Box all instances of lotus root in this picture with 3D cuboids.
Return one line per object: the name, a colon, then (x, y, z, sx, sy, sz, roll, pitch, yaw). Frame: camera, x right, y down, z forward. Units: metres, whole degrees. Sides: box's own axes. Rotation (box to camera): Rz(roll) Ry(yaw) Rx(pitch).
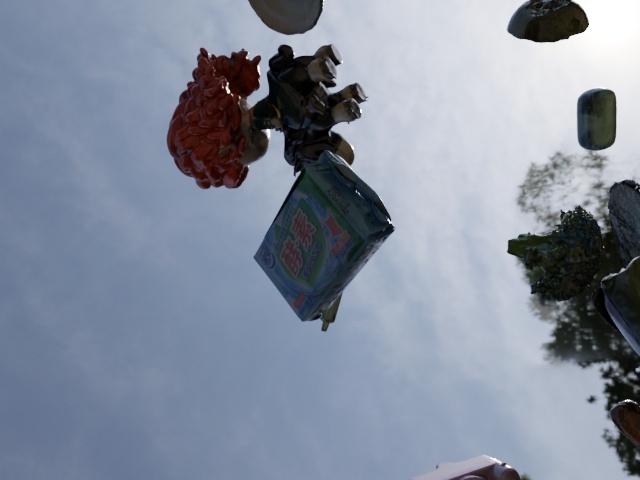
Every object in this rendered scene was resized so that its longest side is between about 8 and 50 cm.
lotus root: (0.563, -0.563, 1.621, 0.183, 0.203, 0.077, -17, -54, -3)

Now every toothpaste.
toothpaste: (0.041, 0.108, 1.572, 0.038, 0.060, 0.233, 23, -105, -20)

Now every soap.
soap: (0.000, 0.000, 1.006, 0.077, 0.293, 0.156, -22, -115, -42)

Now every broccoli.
broccoli: (0.403, 0.018, 1.118, 0.155, 0.160, 0.167, 4, -84, -47)

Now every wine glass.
wine glass: (0.019, -0.639, 1.445, 0.267, 0.267, 0.406, 47, -127, -15)

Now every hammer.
hammer: (0.536, -0.243, 1.275, 0.194, 0.070, 0.116, -40, -55, -64)

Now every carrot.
carrot: (0.546, 0.333, 1.069, 0.055, 0.055, 0.161, -22, -121, -31)

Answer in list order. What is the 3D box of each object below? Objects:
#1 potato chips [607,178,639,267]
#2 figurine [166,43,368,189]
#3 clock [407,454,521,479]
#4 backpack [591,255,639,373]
potato chips: (0.662, -0.022, 1.368, 0.029, 0.219, 0.202, -19, -130, -7)
figurine: (-0.109, -0.244, 1.317, 0.412, 0.306, 0.241, 0, -126, 8)
clock: (0.288, 0.636, 1.378, 0.296, 0.113, 0.321, -4, -83, -33)
backpack: (0.566, 0.145, 1.075, 0.253, 0.140, 0.207, 29, -149, -45)
